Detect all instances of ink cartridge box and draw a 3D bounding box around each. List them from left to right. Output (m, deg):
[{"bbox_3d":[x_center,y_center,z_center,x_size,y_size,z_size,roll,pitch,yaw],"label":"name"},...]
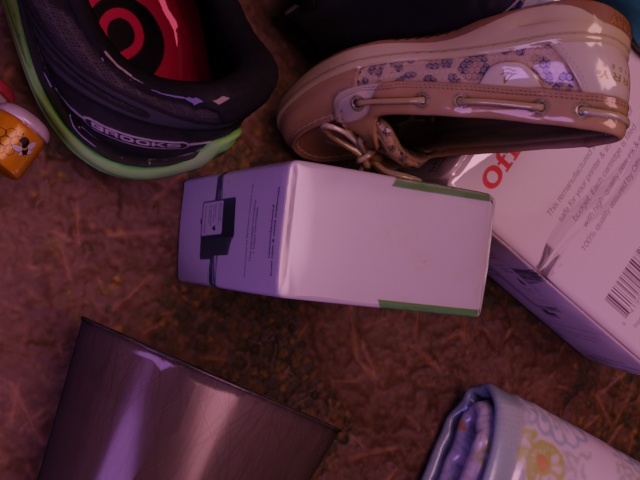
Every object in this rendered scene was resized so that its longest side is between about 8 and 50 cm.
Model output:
[{"bbox_3d":[0.000,0.000,0.690,0.153,0.208,0.087,7,88,-25],"label":"ink cartridge box"},{"bbox_3d":[0.231,-0.045,0.845,0.283,0.117,0.207,39,79,-20],"label":"ink cartridge box"}]

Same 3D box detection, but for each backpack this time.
[{"bbox_3d":[0.113,-0.253,0.748,0.191,0.225,0.253,32,63,-23],"label":"backpack"}]

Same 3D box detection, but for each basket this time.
[{"bbox_3d":[-0.120,0.195,0.659,0.204,0.154,0.227,28,80,-22],"label":"basket"}]

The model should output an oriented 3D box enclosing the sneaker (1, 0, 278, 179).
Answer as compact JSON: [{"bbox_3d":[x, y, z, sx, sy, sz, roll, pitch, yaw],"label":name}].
[{"bbox_3d":[-0.169,-0.265,0.597,0.185,0.202,0.483,-46,115,-32],"label":"sneaker"}]

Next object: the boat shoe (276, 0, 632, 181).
[{"bbox_3d":[0.081,-0.092,0.693,0.104,0.285,0.089,18,68,-46],"label":"boat shoe"}]

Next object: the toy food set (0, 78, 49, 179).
[{"bbox_3d":[-0.265,-0.146,0.618,0.232,0.111,0.104,37,73,-18],"label":"toy food set"}]

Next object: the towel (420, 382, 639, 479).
[{"bbox_3d":[0.191,0.355,0.840,0.320,0.090,0.374,31,75,-25],"label":"towel"}]

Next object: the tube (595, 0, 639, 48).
[{"bbox_3d":[0.261,-0.229,0.851,0.080,0.207,0.052,21,119,-28],"label":"tube"}]
